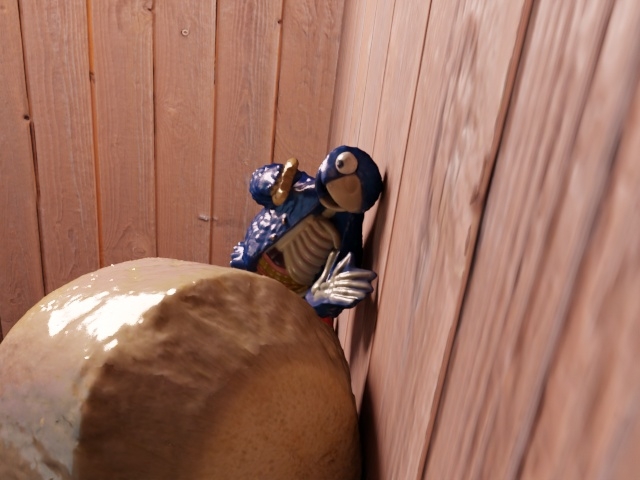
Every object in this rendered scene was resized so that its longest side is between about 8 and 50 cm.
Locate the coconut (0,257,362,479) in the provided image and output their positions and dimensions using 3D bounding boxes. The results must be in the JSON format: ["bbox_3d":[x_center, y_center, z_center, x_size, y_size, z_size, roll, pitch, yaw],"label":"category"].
[{"bbox_3d":[-0.128,0.165,0.551,0.329,0.328,0.329,-174,90,-88],"label":"coconut"}]

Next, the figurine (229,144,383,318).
[{"bbox_3d":[-0.005,-0.004,0.645,0.262,0.120,0.164,-34,73,59],"label":"figurine"}]

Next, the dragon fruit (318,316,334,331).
[{"bbox_3d":[-0.063,0.143,0.959,0.172,0.172,0.210,-88,-6,-68],"label":"dragon fruit"}]
